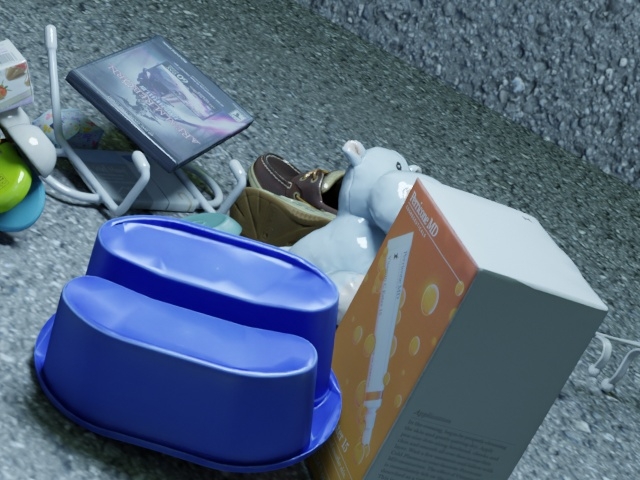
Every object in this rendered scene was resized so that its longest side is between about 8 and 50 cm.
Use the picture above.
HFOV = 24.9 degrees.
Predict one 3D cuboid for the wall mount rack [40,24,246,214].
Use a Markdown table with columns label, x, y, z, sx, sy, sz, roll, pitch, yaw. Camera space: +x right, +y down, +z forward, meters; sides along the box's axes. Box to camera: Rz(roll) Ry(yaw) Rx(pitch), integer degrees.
| label | x | y | z | sx | sy | sz | roll | pitch | yaw |
| --- | --- | --- | --- | --- | --- | --- | --- | --- | --- |
| wall mount rack | -0.271 | -0.160 | 2.098 | 0.350 | 0.130 | 0.304 | 2 | 42 | -51 |

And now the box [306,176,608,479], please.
| label | x | y | z | sx | sy | sz | roll | pitch | yaw |
| --- | --- | --- | --- | --- | --- | --- | --- | --- | --- |
| box | 0.130 | 0.142 | 1.599 | 0.168 | 0.345 | 0.215 | 18 | 22 | -24 |

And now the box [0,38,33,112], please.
| label | x | y | z | sx | sy | sz | roll | pitch | yaw |
| --- | --- | --- | --- | --- | --- | --- | --- | --- | --- |
| box | -0.504 | -0.156 | 1.719 | 0.324 | 0.063 | 0.067 | -22 | 42 | -23 |

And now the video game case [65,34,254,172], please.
| label | x | y | z | sx | sy | sz | roll | pitch | yaw |
| --- | --- | --- | --- | --- | --- | --- | --- | --- | --- |
| video game case | -0.223 | -0.200 | 2.067 | 0.196 | 0.026 | 0.274 | 42 | 26 | 3 |

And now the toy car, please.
| label | x | y | z | sx | sy | sz | roll | pitch | yaw |
| --- | --- | --- | --- | --- | --- | --- | --- | --- | --- |
| toy car | -0.405 | -0.077 | 1.800 | 0.182 | 0.159 | 0.136 | 42 | -14 | 43 |

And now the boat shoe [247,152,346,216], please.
| label | x | y | z | sx | sy | sz | roll | pitch | yaw |
| --- | --- | --- | --- | --- | --- | --- | --- | --- | --- |
| boat shoe | 0.015 | -0.057 | 2.249 | 0.123 | 0.123 | 0.342 | 7 | 28 | -42 |

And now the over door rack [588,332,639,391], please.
| label | x | y | z | sx | sy | sz | roll | pitch | yaw |
| --- | --- | --- | --- | --- | --- | --- | --- | --- | --- |
| over door rack | 0.349 | 0.145 | 2.231 | 0.239 | 0.108 | 0.324 | 18 | 8 | -25 |

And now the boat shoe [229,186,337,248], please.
| label | x | y | z | sx | sy | sz | roll | pitch | yaw |
| --- | --- | --- | --- | --- | --- | --- | --- | --- | --- |
| boat shoe | 0.000 | 0.000 | 2.124 | 0.285 | 0.104 | 0.089 | 33 | 19 | 23 |

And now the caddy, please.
| label | x | y | z | sx | sy | sz | roll | pitch | yaw |
| --- | --- | --- | --- | --- | --- | --- | --- | --- | --- |
| caddy | -0.137 | 0.120 | 1.563 | 0.341 | 0.179 | 0.241 | 17 | 36 | 4 |

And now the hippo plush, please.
| label | x | y | z | sx | sy | sz | roll | pitch | yaw |
| --- | --- | --- | --- | --- | --- | --- | --- | --- | --- |
| hippo plush | 0.082 | 0.005 | 1.956 | 0.234 | 0.236 | 0.294 | 29 | 1 | -42 |

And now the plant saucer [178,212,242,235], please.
| label | x | y | z | sx | sy | sz | roll | pitch | yaw |
| --- | --- | --- | --- | --- | --- | --- | --- | --- | --- |
| plant saucer | -0.168 | -0.014 | 1.979 | 0.119 | 0.021 | 0.119 | -9 | 18 | 3 |

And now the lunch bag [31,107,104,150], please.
| label | x | y | z | sx | sy | sz | roll | pitch | yaw |
| --- | --- | --- | --- | --- | --- | --- | --- | --- | --- |
| lunch bag | -0.372 | -0.159 | 2.126 | 0.083 | 0.053 | 0.071 | -12 | 42 | -47 |
